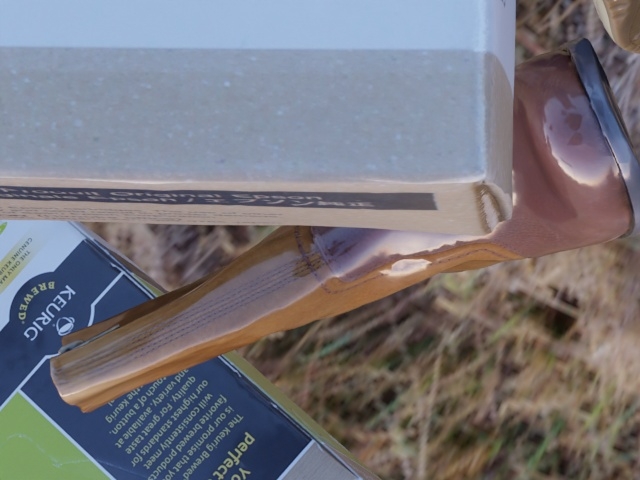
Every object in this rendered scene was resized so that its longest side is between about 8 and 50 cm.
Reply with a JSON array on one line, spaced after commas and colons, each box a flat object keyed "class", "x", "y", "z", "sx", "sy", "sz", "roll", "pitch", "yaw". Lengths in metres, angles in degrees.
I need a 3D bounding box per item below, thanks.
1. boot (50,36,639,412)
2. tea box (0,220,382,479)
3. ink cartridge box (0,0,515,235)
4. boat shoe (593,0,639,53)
[{"class": "boot", "x": 0.000, "y": 0.000, "z": 0.928, "sx": 0.280, "sy": 0.264, "sz": 0.096, "roll": -21, "pitch": 94, "yaw": -9}, {"class": "tea box", "x": -0.168, "y": 0.194, "z": 1.297, "sx": 0.323, "sy": 0.220, "sz": 0.329, "roll": 41, "pitch": 88, "yaw": 20}, {"class": "ink cartridge box", "x": -0.052, "y": -0.122, "z": 0.443, "sx": 0.193, "sy": 0.088, "sz": 0.234, "roll": 0, "pitch": 84, "yaw": 7}, {"class": "boat shoe", "x": 0.175, "y": -0.191, "z": 1.059, "sx": 0.122, "sy": 0.341, "sz": 0.110, "roll": -29, "pitch": 69, "yaw": 19}]
